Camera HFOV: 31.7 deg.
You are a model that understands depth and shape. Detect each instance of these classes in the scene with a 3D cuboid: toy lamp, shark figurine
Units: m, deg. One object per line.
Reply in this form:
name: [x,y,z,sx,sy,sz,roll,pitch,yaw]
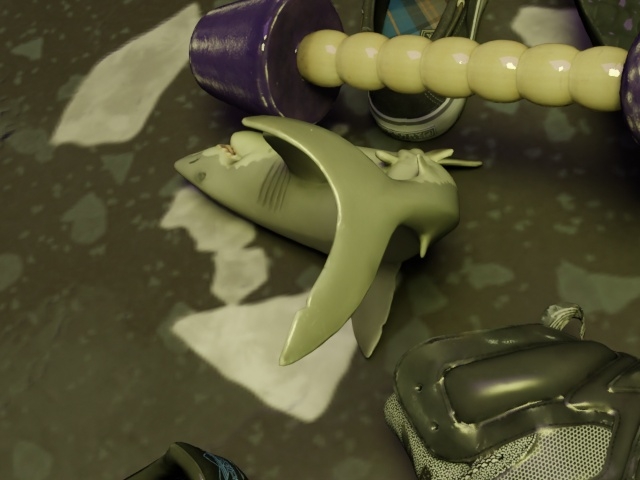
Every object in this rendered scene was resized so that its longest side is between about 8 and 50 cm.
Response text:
toy lamp: [0.050,-0.084,0.556,0.274,0.080,0.080,13,61,36]
shark figurine: [0.022,0.004,0.551,0.166,0.278,0.116,5,95,-14]

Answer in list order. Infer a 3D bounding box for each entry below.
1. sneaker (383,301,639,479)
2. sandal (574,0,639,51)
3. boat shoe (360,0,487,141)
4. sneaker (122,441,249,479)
sneaker: [0.063,0.137,0.469,0.268,0.101,0.153,-39,54,-19]
sandal: [0.232,-0.062,0.563,0.167,0.107,0.446,-15,67,8]
boat shoe: [0.061,-0.170,0.689,0.080,0.076,0.229,3,58,18]
sneaker: [-0.123,0.180,0.494,0.232,0.090,0.081,-44,56,-15]
